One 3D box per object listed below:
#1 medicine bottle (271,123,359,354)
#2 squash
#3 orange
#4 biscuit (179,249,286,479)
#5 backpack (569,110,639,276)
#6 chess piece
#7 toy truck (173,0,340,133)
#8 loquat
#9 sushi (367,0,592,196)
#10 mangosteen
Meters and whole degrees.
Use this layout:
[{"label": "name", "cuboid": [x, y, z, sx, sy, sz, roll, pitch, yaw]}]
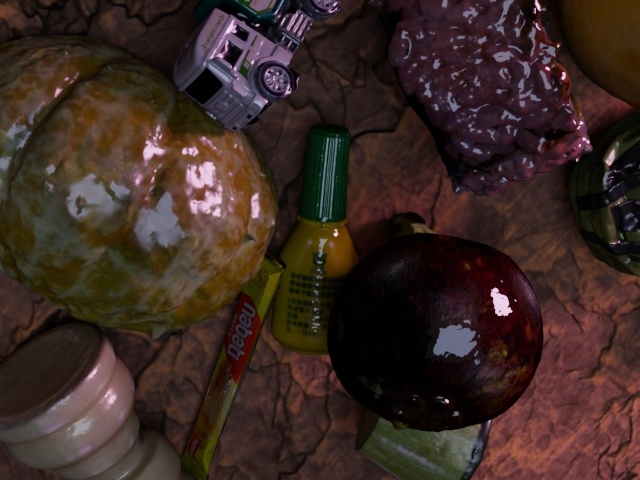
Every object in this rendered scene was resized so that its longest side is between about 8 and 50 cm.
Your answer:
[{"label": "medicine bottle", "cuboid": [0.000, 0.000, 1.541, 0.095, 0.064, 0.260, 6, 107, 1]}, {"label": "squash", "cuboid": [0.120, 0.210, 1.599, 0.123, 0.170, 0.170, 23, 101, -5]}, {"label": "orange", "cuboid": [-0.208, -0.043, 1.402, 0.369, 0.210, 0.271, 32, 95, -24]}, {"label": "biscuit", "cuboid": [-0.102, 0.145, 1.572, 0.026, 0.048, 0.292, -2, 117, -52]}, {"label": "backpack", "cuboid": [0.417, -0.065, 1.586, 0.253, 0.140, 0.207, -24, 110, -10]}, {"label": "chess piece", "cuboid": [-0.233, 0.250, 1.526, 0.167, 0.167, 0.299, -32, 118, -2]}, {"label": "toy truck", "cuboid": [-0.053, -0.236, 1.381, 0.124, 0.114, 0.253, 34, 65, -13]}, {"label": "loquat", "cuboid": [0.381, -0.256, 1.451, 0.263, 0.263, 0.263, -4, 109, -13]}, {"label": "sushi", "cuboid": [0.173, -0.180, 1.443, 0.171, 0.236, 0.270, -22, 105, 13]}, {"label": "mangosteen", "cuboid": [0.118, 0.066, 1.474, 0.231, 0.289, 0.231, -2, 141, -2]}]
